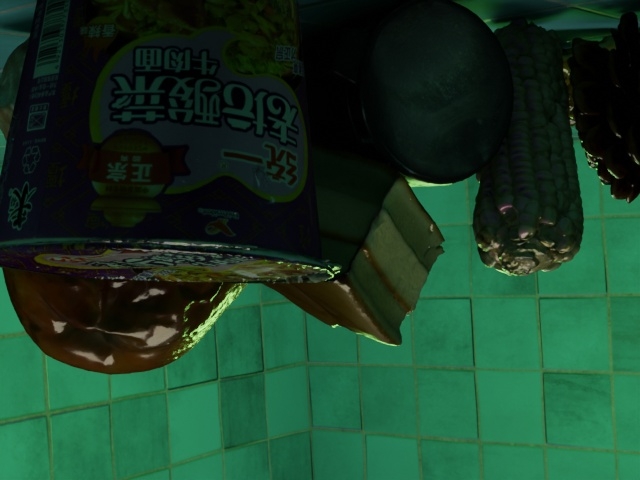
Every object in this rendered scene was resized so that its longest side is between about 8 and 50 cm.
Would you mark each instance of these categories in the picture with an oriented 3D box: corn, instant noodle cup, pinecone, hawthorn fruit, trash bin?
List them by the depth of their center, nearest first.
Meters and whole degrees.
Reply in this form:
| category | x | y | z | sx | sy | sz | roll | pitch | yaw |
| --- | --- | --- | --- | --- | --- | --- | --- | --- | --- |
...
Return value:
| category | x | y | z | sx | sy | sz | roll | pitch | yaw |
| --- | --- | --- | --- | --- | --- | --- | --- | --- | --- |
| instant noodle cup | -0.145 | -0.100 | 1.115 | 0.339 | 0.266 | 0.340 | 2 | 172 | 0 |
| pinecone | 0.432 | -0.168 | 1.381 | 0.246 | 0.246 | 0.292 | -4 | 170 | -45 |
| corn | 0.244 | -0.114 | 1.396 | 0.126 | 0.335 | 0.127 | 5 | 151 | 3 |
| trash bin | 0.058 | -0.162 | 1.402 | 0.252 | 0.203 | 0.301 | 17 | 172 | -26 |
| hawthorn fruit | -0.296 | -0.014 | 1.874 | 0.471 | 0.472 | 0.472 | -3 | 180 | 0 |

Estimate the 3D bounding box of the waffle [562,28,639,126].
| category | x | y | z | sx | sy | sz | roll | pitch | yaw |
| --- | --- | --- | --- | --- | --- | --- | --- | --- | --- |
| waffle | 0.348 | -0.204 | 1.635 | 0.223 | 0.054 | 0.204 | -16 | 160 | -7 |

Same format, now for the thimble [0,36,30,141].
| category | x | y | z | sx | sy | sz | roll | pitch | yaw |
| --- | --- | --- | --- | --- | --- | --- | --- | --- | --- |
| thimble | -0.244 | -0.151 | 1.361 | 0.148 | 0.196 | 0.229 | -6 | 149 | 31 |

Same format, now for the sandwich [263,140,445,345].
| category | x | y | z | sx | sy | sz | roll | pitch | yaw |
| --- | --- | --- | --- | --- | --- | --- | --- | --- | --- |
| sandwich | 0.000 | 0.000 | 1.342 | 0.227 | 0.155 | 0.198 | 20 | 164 | 32 |
